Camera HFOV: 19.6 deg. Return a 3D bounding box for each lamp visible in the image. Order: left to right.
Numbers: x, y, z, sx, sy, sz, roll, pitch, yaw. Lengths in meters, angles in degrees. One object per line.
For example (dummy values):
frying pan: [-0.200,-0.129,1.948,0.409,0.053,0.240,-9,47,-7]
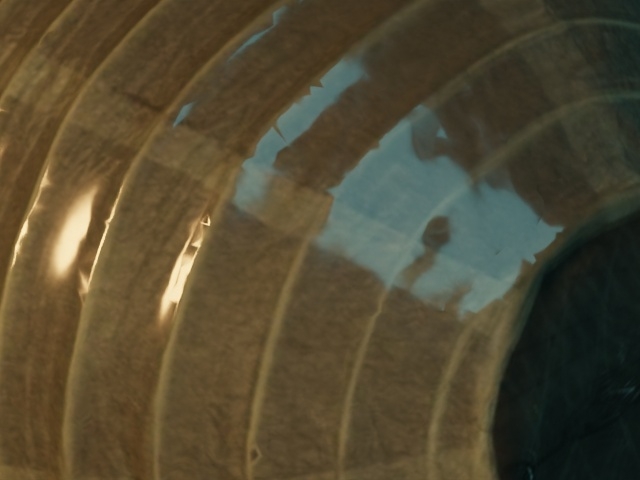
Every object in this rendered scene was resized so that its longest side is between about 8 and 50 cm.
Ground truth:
lamp: [0.000,0.000,0.482,0.265,0.233,0.233,-18,91,-34]
